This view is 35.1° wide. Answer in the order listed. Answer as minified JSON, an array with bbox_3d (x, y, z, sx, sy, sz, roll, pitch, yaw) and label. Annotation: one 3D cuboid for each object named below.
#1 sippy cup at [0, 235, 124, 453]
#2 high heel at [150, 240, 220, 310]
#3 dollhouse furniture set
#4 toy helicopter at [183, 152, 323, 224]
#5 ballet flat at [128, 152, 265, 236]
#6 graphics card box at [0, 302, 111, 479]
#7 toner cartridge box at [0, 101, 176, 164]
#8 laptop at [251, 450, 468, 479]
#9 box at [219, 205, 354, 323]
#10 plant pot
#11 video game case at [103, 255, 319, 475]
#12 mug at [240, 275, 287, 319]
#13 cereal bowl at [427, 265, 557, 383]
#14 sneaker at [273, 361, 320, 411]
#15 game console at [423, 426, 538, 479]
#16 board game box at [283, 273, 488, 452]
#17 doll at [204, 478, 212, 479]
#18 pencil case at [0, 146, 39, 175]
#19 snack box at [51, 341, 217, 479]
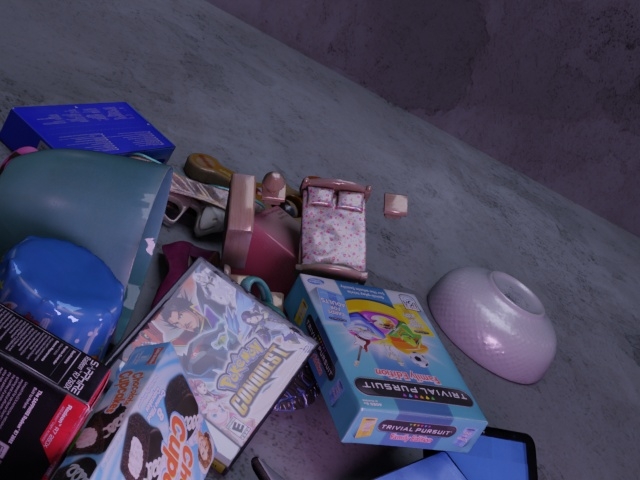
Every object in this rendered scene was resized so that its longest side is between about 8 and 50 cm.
[{"bbox_3d":[-0.384,0.124,1.366,0.305,0.224,0.240,27,24,-16],"label":"sippy cup"},{"bbox_3d":[-0.278,0.071,1.818,0.117,0.082,0.244,8,34,16],"label":"high heel"},{"bbox_3d":[0.000,0.000,1.865,0.356,0.174,0.303,6,63,-7],"label":"dollhouse furniture set"},{"bbox_3d":[-0.154,-0.091,2.235,0.355,0.140,0.235,28,31,11],"label":"toy helicopter"},{"bbox_3d":[-0.264,-0.070,2.051,0.316,0.107,0.106,20,61,-14],"label":"ballet flat"},{"bbox_3d":[-0.461,0.158,1.192,0.371,0.233,0.094,31,25,-6],"label":"graphics card box"},{"bbox_3d":[-0.464,-0.200,2.051,0.165,0.075,0.348,43,25,16],"label":"toner cartridge box"},{"bbox_3d":[0.150,0.445,1.416,0.382,0.236,0.408,51,-4,34],"label":"laptop"},{"bbox_3d":[-0.061,0.057,2.028,0.232,0.127,0.148,39,24,10],"label":"box"},{"bbox_3d":[-0.384,-0.012,1.566,0.235,0.293,0.293,18,26,-4],"label":"plant pot"},{"bbox_3d":[-0.172,0.189,1.591,0.248,0.035,0.275,36,54,3],"label":"video game case"},{"bbox_3d":[-0.107,0.157,1.742,0.097,0.157,0.129,11,27,-48],"label":"mug"},{"bbox_3d":[0.434,0.177,2.428,0.339,0.141,0.339,29,24,-15],"label":"cereal bowl"},{"bbox_3d":[-0.039,0.243,1.778,0.221,0.087,0.083,-24,93,-51],"label":"sneaker"},{"bbox_3d":[0.326,0.442,1.729,0.293,0.173,0.250,15,5,-35],"label":"game console"},{"bbox_3d":[0.106,0.207,1.746,0.254,0.079,0.336,11,32,-29],"label":"board game box"},{"bbox_3d":[-0.162,0.370,1.409,0.189,0.046,0.129,21,19,-33],"label":"doll"},{"bbox_3d":[-0.476,-0.064,1.768,0.209,0.098,0.095,44,-19,22],"label":"pencil case"},{"bbox_3d":[-0.225,0.291,1.231,0.322,0.060,0.187,-67,144,-58],"label":"snack box"}]
